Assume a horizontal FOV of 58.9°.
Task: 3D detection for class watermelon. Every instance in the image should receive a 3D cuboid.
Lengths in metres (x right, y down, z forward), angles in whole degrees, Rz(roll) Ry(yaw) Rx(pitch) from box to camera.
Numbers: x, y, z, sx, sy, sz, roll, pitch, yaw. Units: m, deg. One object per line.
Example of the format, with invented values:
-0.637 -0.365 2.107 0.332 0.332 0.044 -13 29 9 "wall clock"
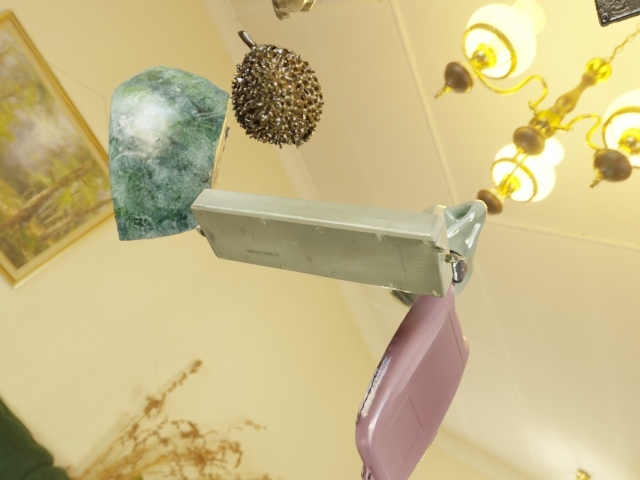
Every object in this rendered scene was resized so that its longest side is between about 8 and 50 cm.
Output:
-0.298 -0.167 1.162 0.228 0.387 0.258 1 -18 -4 "watermelon"

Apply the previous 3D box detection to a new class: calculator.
0.131 0.195 0.761 0.043 0.294 0.194 9 -44 35 "calculator"

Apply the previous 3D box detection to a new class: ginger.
-0.031 -0.507 1.095 0.080 0.333 0.166 38 -63 -1 "ginger"

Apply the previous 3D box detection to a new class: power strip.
0.000 0.000 0.708 0.367 0.043 0.106 9 -41 27 "power strip"

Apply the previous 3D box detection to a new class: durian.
-0.081 -0.209 0.820 0.148 0.091 0.188 -3 -62 41 "durian"

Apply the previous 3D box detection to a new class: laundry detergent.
0.199 0.022 0.962 0.105 0.215 0.280 36 -3 -2 "laundry detergent"

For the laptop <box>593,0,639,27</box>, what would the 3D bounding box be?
0.569 -0.468 0.959 0.207 0.026 0.153 -12 -95 27 "laptop"
